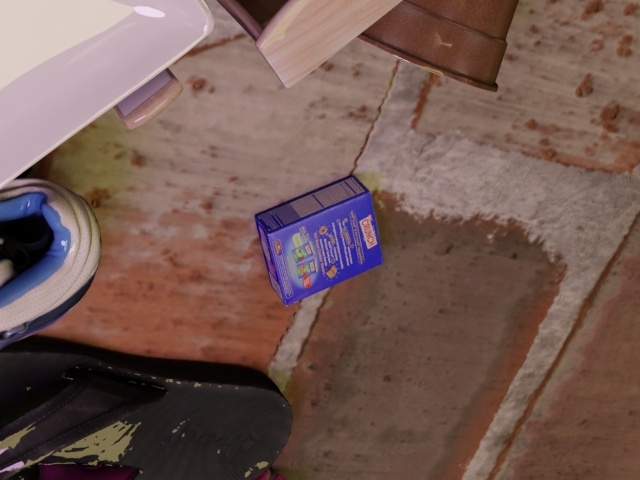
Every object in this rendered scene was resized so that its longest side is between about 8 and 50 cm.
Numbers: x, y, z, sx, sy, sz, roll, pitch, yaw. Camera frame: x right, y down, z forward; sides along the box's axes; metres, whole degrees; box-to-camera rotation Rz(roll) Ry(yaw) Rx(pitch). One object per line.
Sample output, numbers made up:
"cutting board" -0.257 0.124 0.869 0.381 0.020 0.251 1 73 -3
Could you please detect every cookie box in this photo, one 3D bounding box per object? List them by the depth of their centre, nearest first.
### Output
"cookie box" 0.000 0.000 1.297 0.107 0.040 0.092 -22 129 -13

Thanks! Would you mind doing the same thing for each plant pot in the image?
"plant pot" 0.104 -0.230 1.127 0.167 0.167 0.165 15 106 -35

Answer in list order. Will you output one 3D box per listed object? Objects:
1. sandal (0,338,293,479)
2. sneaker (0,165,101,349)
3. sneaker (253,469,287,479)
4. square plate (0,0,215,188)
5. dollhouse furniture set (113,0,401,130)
"sandal" -0.215 0.183 1.260 0.446 0.107 0.167 3 119 -30
"sneaker" -0.314 0.058 1.032 0.323 0.130 0.236 -31 174 -16
"sneaker" -0.142 0.315 1.394 0.252 0.103 0.111 -3 121 -26
"square plate" -0.297 -0.166 0.866 0.347 0.049 0.344 -36 126 1
"dollhouse furniture set" -0.118 -0.260 0.952 0.286 0.198 0.303 -38 131 -1
